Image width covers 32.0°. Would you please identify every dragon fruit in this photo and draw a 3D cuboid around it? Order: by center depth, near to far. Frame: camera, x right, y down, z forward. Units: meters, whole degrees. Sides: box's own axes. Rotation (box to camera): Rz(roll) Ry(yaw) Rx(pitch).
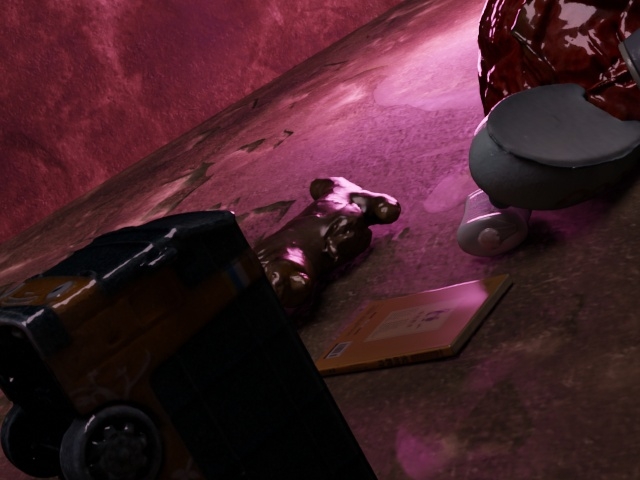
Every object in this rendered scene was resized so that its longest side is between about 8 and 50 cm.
[{"bbox_3d":[0.335,-0.235,1.304,0.240,0.302,0.330,-1,29,-12],"label":"dragon fruit"}]

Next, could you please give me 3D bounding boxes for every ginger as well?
[{"bbox_3d":[-0.001,0.001,1.309,0.166,0.080,0.333,-3,21,29],"label":"ginger"}]

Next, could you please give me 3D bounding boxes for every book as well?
[{"bbox_3d":[0.081,0.078,1.019,0.172,0.012,0.118,-15,21,44],"label":"book"}]

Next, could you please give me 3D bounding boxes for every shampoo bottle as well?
[{"bbox_3d":[0.173,-0.019,1.101,0.072,0.043,0.099,-16,20,21],"label":"shampoo bottle"}]

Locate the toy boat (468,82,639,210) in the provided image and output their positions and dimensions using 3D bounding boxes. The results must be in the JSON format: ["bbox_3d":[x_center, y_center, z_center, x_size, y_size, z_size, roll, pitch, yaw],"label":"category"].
[{"bbox_3d":[0.225,-0.083,1.085,0.207,0.134,0.079,-26,-35,-40],"label":"toy boat"}]

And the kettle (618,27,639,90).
[{"bbox_3d":[0.417,-0.178,1.031,0.243,0.160,0.211,-32,42,21],"label":"kettle"}]

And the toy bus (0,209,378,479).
[{"bbox_3d":[-0.075,0.124,0.661,0.167,0.275,0.138,-37,16,-29],"label":"toy bus"}]
